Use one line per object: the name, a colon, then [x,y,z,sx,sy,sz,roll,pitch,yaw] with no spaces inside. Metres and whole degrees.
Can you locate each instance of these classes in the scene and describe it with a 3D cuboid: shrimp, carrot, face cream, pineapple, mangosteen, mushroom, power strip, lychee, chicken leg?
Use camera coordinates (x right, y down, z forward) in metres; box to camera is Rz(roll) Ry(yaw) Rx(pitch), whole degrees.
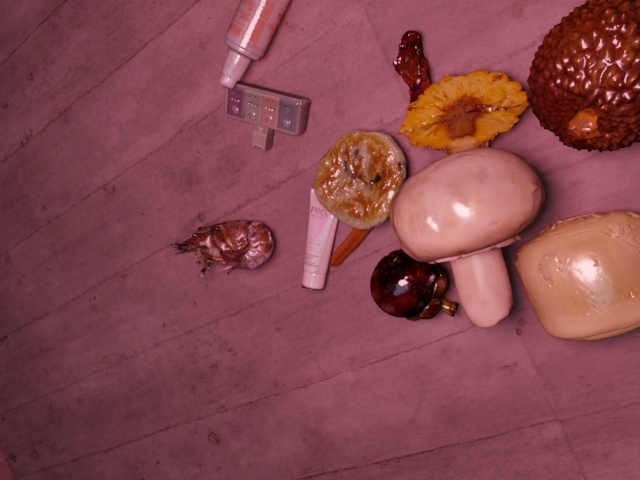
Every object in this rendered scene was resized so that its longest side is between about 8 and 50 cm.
shrimp: [-0.271,0.024,1.501,0.343,0.116,0.145,-4,86,27]
carrot: [0.096,-0.024,1.351,0.043,0.043,0.248,45,118,11]
face cream: [-0.167,-0.467,1.326,0.101,0.101,0.251,33,106,16]
pineapple: [0.300,-0.254,1.178,0.250,0.164,0.139,-16,55,24]
face cream: [0.000,0.000,1.399,0.092,0.058,0.243,14,101,28]
mangosteen: [0.196,0.106,1.269,0.173,0.172,0.184,-12,116,28]
mushroom: [0.299,-0.008,1.112,0.314,0.314,0.336,-16,99,28]
power strip: [-0.134,-0.297,1.398,0.216,0.061,0.145,20,117,21]
lychee: [0.497,-0.294,0.981,0.268,0.267,0.267,6,104,25]
chicken leg: [0.198,-0.341,1.224,0.093,0.053,0.205,-3,94,50]

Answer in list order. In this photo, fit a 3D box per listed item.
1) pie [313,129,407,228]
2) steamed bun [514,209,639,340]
pie: [0.090,-0.137,1.293,0.241,0.054,0.240,-1,89,36]
steamed bun: [0.514,0.070,1.097,0.273,0.166,0.232,-18,95,29]
